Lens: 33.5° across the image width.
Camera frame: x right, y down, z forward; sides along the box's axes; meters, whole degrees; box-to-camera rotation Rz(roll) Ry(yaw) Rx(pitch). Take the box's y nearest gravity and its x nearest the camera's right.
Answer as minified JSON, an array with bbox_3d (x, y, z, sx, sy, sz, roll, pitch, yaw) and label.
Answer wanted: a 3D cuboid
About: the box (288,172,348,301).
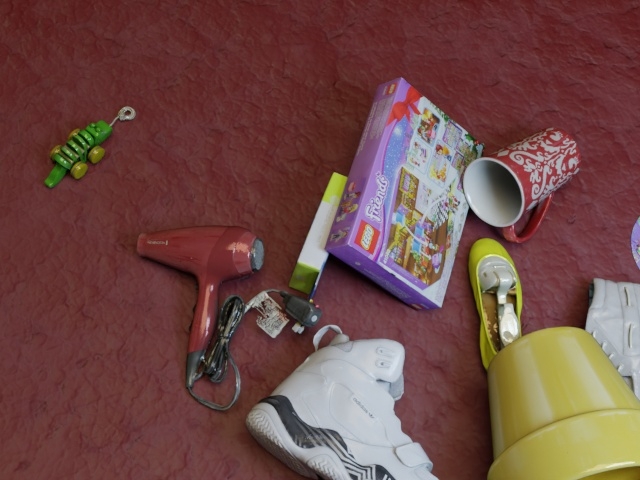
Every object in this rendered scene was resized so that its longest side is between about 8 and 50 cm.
[{"bbox_3d":[0.000,0.000,1.590,0.042,0.109,0.178,22,66,1],"label":"box"}]

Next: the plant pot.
[{"bbox_3d":[0.334,0.258,1.442,0.254,0.254,0.239,-8,53,-8],"label":"plant pot"}]

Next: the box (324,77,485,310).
[{"bbox_3d":[0.133,-0.069,1.603,0.201,0.057,0.293,34,61,-31],"label":"box"}]

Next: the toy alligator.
[{"bbox_3d":[-0.362,-0.158,1.662,0.056,0.051,0.190,39,69,12],"label":"toy alligator"}]

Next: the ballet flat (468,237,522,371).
[{"bbox_3d":[0.269,0.092,1.588,0.077,0.077,0.231,0,66,-4],"label":"ballet flat"}]

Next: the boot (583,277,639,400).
[{"bbox_3d":[0.437,0.175,1.567,0.123,0.095,0.258,10,57,6],"label":"boot"}]

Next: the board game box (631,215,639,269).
[{"bbox_3d":[0.577,0.005,1.674,0.168,0.033,0.133,22,67,5],"label":"board game box"}]

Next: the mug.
[{"bbox_3d":[0.314,-0.091,1.655,0.113,0.150,0.169,38,48,28],"label":"mug"}]

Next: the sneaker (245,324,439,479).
[{"bbox_3d":[0.097,0.265,1.456,0.366,0.137,0.210,28,69,16],"label":"sneaker"}]

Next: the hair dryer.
[{"bbox_3d":[-0.165,0.078,1.553,0.223,0.080,0.293,-41,67,-9],"label":"hair dryer"}]
